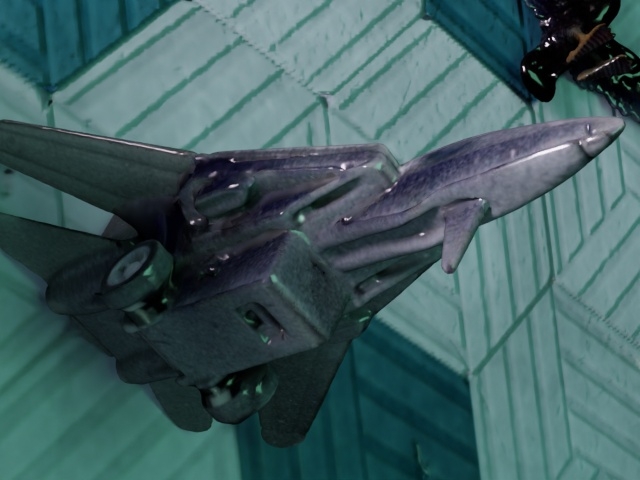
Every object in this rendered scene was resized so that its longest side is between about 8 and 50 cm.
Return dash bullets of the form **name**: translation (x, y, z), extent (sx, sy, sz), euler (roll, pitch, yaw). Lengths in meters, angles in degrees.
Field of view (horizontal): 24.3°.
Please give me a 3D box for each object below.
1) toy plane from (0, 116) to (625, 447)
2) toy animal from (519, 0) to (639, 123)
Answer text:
- **toy plane**: translation (-0.004, 0.008, 0.569), extent (0.212, 0.267, 0.088), euler (49, 49, -26)
- **toy animal**: translation (0.154, -0.132, 0.886), extent (0.220, 0.062, 0.108), euler (43, 39, -28)
